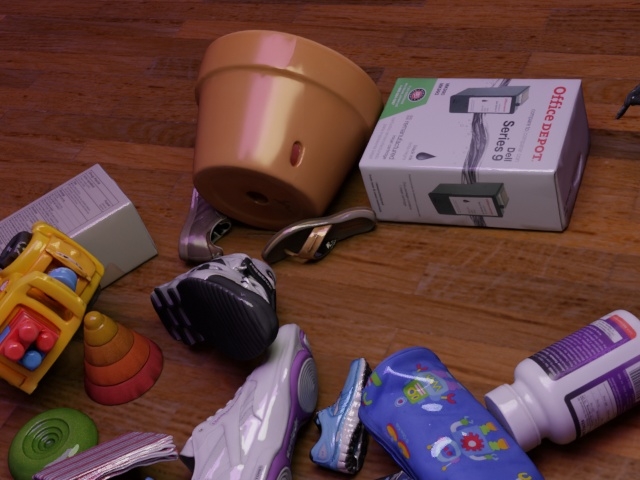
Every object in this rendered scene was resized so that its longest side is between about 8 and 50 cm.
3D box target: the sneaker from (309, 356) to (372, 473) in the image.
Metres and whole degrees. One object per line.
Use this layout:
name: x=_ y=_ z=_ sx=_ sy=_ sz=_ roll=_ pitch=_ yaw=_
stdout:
sneaker: x=0.025 y=0.212 z=1.353 sx=0.073 sy=0.063 sz=0.162 roll=-2 pitch=44 yaw=24

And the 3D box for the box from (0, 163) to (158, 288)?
box: x=-0.428 y=0.029 z=1.678 sx=0.311 sy=0.121 sz=0.148 roll=-32 pitch=43 yaw=-13

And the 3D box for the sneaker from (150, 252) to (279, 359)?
sneaker: x=-0.112 y=0.069 z=1.448 sx=0.146 sy=0.122 sz=0.330 roll=-30 pitch=15 yaw=-22

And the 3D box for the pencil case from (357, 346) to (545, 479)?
pencil case: x=0.151 y=0.250 z=1.217 sx=0.133 sy=0.119 sz=0.306 roll=-12 pitch=36 yaw=-23

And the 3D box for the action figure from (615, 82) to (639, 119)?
action figure: x=0.550 y=-0.139 z=1.469 sx=0.276 sy=0.141 sz=0.164 roll=36 pitch=54 yaw=14

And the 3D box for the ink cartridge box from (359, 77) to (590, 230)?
ink cartridge box: x=0.231 y=-0.132 z=1.590 sx=0.289 sy=0.121 sz=0.211 roll=4 pitch=47 yaw=24

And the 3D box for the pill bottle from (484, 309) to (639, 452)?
pill bottle: x=0.293 y=0.169 z=1.258 sx=0.193 sy=0.108 sz=0.108 roll=-27 pitch=42 yaw=-8

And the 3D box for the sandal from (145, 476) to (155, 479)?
sandal: x=-0.276 y=0.360 z=1.239 sx=0.317 sy=0.126 sz=0.138 roll=-13 pitch=84 yaw=-1

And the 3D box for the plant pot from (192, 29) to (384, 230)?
plant pot: x=-0.069 y=-0.148 z=1.629 sx=0.291 sy=0.291 sz=0.203 roll=5 pitch=63 yaw=26

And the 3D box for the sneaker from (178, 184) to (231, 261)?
sneaker: x=-0.171 y=-0.038 z=1.706 sx=0.071 sy=0.066 sz=0.188 roll=7 pitch=51 yaw=4

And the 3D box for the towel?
towel: x=-0.268 y=0.276 z=1.332 sx=0.144 sy=0.029 sz=0.197 roll=-20 pitch=1 yaw=-27

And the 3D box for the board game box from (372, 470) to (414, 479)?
board game box: x=0.018 y=0.335 z=1.154 sx=0.194 sy=0.060 sz=0.194 roll=-49 pitch=5 yaw=-17

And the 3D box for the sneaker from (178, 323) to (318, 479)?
sneaker: x=-0.093 y=0.223 z=1.346 sx=0.152 sy=0.114 sz=0.305 roll=0 pitch=45 yaw=20

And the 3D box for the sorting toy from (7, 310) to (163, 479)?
sorting toy: x=-0.362 y=0.227 z=1.441 sx=0.127 sy=0.126 sz=0.365 roll=16 pitch=52 yaw=33

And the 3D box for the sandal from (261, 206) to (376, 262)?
sandal: x=0.000 y=0.000 z=1.593 sx=0.180 sy=0.072 sz=0.049 roll=-16 pitch=63 yaw=-2

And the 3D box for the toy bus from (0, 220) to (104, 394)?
toy bus: x=-0.393 y=0.097 z=1.495 sx=0.220 sy=0.149 sz=0.211 roll=-54 pitch=21 yaw=-8
